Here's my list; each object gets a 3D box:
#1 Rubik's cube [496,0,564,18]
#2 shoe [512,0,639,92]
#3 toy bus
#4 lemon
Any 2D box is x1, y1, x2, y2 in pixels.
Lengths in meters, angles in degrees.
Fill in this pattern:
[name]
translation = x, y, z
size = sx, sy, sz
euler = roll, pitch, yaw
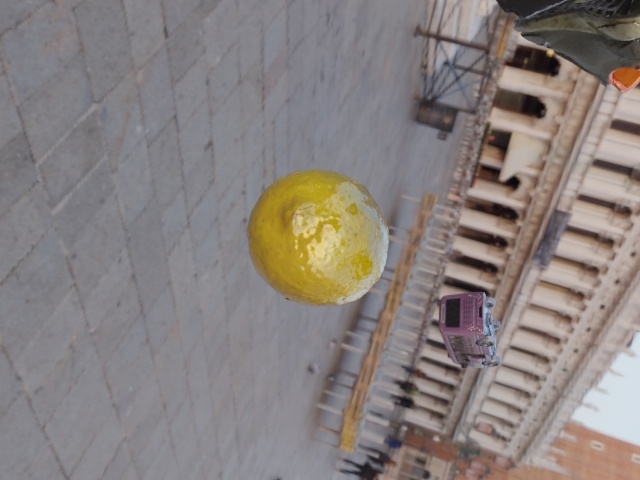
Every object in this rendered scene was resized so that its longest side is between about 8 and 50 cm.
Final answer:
[Rubik's cube]
translation = 0.245, -0.403, 0.583
size = 0.283, 0.288, 0.294
euler = -48, -160, -18
[shoe]
translation = 0.449, -0.318, 1.143
size = 0.132, 0.171, 0.336
euler = -39, -156, -4
[toy bus]
translation = 0.260, 0.159, 1.262
size = 0.178, 0.098, 0.086
euler = 58, 32, -56
[lemon]
translation = 0.000, 0.000, 1.319
size = 0.310, 0.254, 0.253
euler = 43, 63, -59
